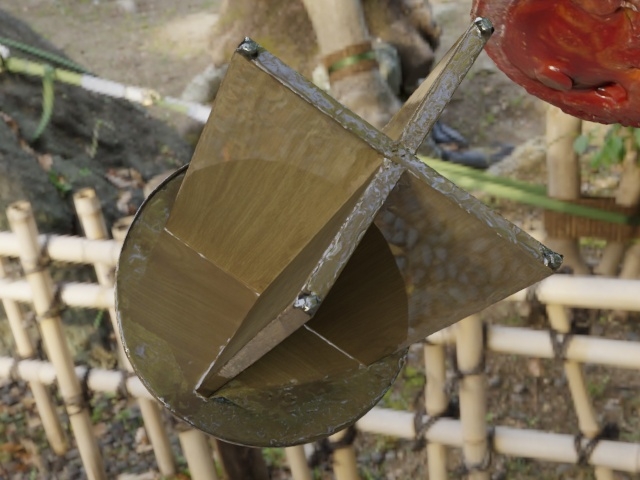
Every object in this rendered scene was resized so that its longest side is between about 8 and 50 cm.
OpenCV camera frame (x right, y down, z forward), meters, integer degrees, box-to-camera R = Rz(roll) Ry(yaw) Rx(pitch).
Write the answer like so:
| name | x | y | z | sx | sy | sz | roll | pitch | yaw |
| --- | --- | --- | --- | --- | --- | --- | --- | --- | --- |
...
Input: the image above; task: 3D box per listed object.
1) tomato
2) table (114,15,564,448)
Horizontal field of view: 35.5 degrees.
| name | x | y | z | sx | sy | sz | roll | pitch | yaw |
| --- | --- | --- | --- | --- | --- | --- | --- | --- | --- |
| tomato | 0.215 | -0.159 | 0.608 | 0.233 | 0.200 | 0.139 | 14 | 76 | 32 |
| table | 0.000 | 0.000 | 0.442 | 0.167 | 0.167 | 0.226 | -19 | -9 | -19 |
